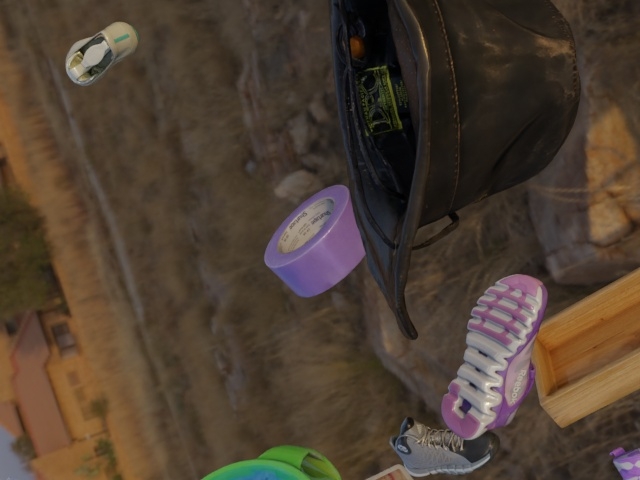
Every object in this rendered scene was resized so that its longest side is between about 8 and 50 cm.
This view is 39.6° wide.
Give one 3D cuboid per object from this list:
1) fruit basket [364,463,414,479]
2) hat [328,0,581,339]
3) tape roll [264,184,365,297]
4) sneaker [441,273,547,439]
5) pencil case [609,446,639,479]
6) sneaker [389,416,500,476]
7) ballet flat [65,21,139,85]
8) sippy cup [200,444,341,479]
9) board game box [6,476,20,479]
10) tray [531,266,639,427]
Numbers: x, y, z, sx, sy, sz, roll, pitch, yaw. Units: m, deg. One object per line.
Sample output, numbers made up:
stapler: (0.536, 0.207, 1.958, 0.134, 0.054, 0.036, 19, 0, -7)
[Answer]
fruit basket: (0.086, 0.531, 1.389, 0.327, 0.353, 0.165, 54, 135, 32)
hat: (0.083, -0.092, 0.563, 0.331, 0.133, 0.331, 173, 90, -88)
tape roll: (0.000, 0.000, 1.507, 0.080, 0.189, 0.189, 45, 169, -22)
sneaker: (0.252, 0.159, 1.206, 0.095, 0.104, 0.236, 35, 109, 52)
pencil case: (0.417, 0.348, 1.085, 0.088, 0.086, 0.206, -25, 72, 46)
sneaker: (0.229, 0.395, 1.752, 0.228, 0.086, 0.132, -25, 115, 36)
ballet flat: (-0.443, -0.349, 1.716, 0.248, 0.086, 0.086, -21, 87, 47)
sippy cup: (-0.059, 0.426, 1.089, 0.240, 0.305, 0.224, 40, 163, 48)
board game box: (-0.444, 0.405, 1.158, 0.160, 0.211, 0.039, -7, 120, 47)
tray: (0.549, 0.137, 1.491, 0.076, 0.411, 0.203, 48, -156, -21)
